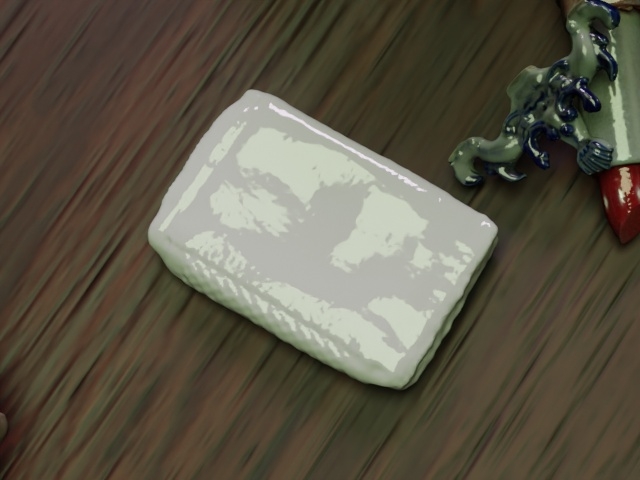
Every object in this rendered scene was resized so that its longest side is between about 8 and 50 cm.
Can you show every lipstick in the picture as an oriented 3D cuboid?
[{"bbox_3d":[0.171,-0.090,1.107,0.057,0.063,0.186,-7,80,6],"label":"lipstick"}]

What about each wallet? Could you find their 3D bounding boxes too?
[{"bbox_3d":[0.000,0.000,1.109,0.183,0.032,0.124,29,79,15],"label":"wallet"}]

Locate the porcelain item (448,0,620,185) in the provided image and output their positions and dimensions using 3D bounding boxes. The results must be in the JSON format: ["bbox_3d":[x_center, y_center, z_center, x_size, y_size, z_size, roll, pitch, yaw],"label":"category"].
[{"bbox_3d":[0.137,-0.066,1.083,0.075,0.021,0.136,48,116,18],"label":"porcelain item"}]

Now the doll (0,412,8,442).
[{"bbox_3d":[-0.220,0.139,1.066,0.102,0.089,0.179,17,85,-31],"label":"doll"}]
